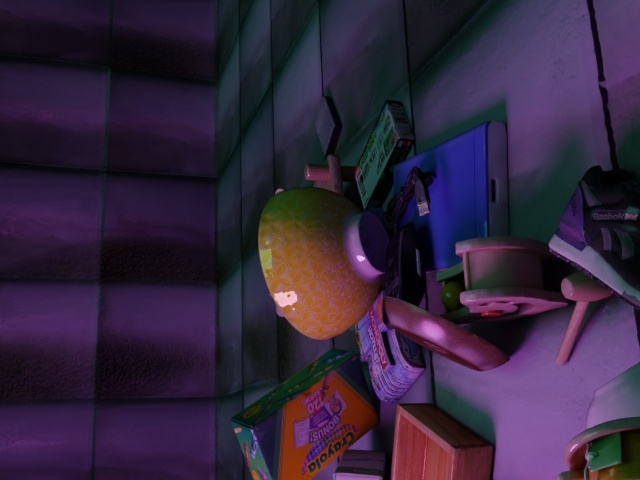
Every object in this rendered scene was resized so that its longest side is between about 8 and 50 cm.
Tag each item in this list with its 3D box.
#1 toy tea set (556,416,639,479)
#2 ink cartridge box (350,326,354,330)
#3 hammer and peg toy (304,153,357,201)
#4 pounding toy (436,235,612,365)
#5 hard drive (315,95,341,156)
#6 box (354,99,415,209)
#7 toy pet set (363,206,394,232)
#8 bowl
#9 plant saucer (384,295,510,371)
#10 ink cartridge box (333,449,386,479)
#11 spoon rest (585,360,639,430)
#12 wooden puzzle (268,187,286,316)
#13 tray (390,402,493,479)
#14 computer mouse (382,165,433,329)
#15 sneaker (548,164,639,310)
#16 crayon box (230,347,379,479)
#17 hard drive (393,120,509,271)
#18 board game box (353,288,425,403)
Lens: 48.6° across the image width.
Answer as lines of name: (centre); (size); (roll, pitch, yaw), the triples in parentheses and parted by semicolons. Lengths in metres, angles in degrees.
toy tea set: (0.250, 0.236, 0.538); (0.336, 0.199, 0.124); (120, 157, -43)
ink cartridge box: (0.019, 0.106, 1.500); (0.127, 0.175, 0.072); (118, 173, -51)
hammer and peg toy: (0.000, 0.000, 1.664); (0.361, 0.127, 0.266); (120, 147, -60)
pounding toy: (0.233, 0.085, 0.913); (0.269, 0.154, 0.155); (141, 130, -66)
hard drive: (0.019, -0.291, 1.808); (0.135, 0.022, 0.094); (-107, 27, -44)
box: (0.126, -0.171, 1.449); (0.207, 0.036, 0.114); (114, 152, -47)
toy pet set: (0.121, -0.005, 1.398); (0.122, 0.065, 0.114); (145, 125, -66)
bowl: (0.036, 0.024, 1.295); (0.156, 0.289, 0.290); (-18, 65, 30)
plant saucer: (0.173, 0.141, 1.021); (0.036, 0.198, 0.198); (-62, 17, -8)
ink cartridge box: (0.074, 0.484, 1.308); (0.212, 0.093, 0.155); (46, -135, -82)
spoon rest: (0.312, 0.136, 0.624); (0.084, 0.137, 0.276); (57, 173, 23)
wooden puzzle: (-0.100, 0.027, 1.694); (0.239, 0.044, 0.221); (-107, 25, -48)
tray: (0.179, 0.495, 1.143); (0.203, 0.076, 0.411); (-161, 76, -71)
computer mouse: (0.158, 0.010, 1.175); (0.184, 0.060, 0.262); (116, 161, -58)
sneaker: (0.336, -0.005, 0.709); (0.283, 0.107, 0.124); (-132, 54, -64)
crayon box: (-0.024, 0.350, 1.373); (0.081, 0.278, 0.166); (1, 115, 50)
hard drive: (0.207, -0.056, 1.187); (0.318, 0.040, 0.210); (162, 109, -70)
board game box: (0.132, 0.180, 1.346); (0.194, 0.060, 0.194); (113, 153, -48)
